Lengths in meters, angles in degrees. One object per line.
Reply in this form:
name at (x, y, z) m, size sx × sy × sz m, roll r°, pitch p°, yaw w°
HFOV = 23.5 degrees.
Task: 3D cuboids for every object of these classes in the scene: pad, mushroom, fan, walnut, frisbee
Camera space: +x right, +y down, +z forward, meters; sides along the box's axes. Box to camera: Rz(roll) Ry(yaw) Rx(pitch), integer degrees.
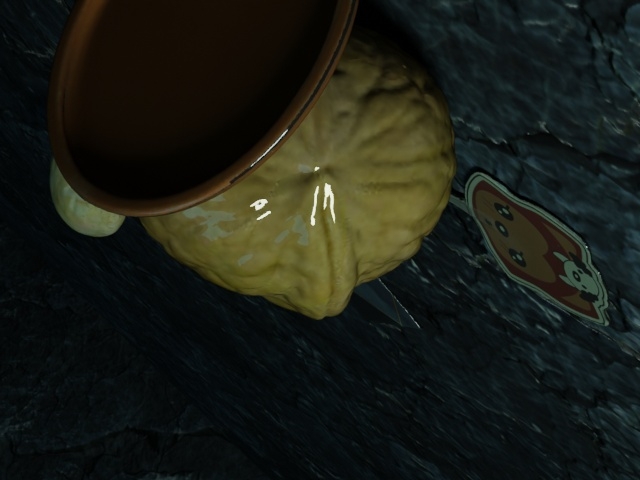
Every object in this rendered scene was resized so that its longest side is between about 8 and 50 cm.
pad at (0.000, 0.000, 1.575) m, size 0.243 × 0.004 × 0.163 m, roll 50°, pitch 166°, yaw -13°
mushroom at (-0.292, -0.077, 1.990) m, size 0.148 × 0.112 × 0.148 m, roll 22°, pitch 117°, yaw 53°
fan at (0.130, -0.013, 1.144) m, size 0.220 × 0.009 × 0.132 m, roll 34°, pitch 159°, yaw 38°
walnut at (-0.019, -0.057, 1.020) m, size 0.228 × 0.228 × 0.228 m, roll 43°, pitch 166°, yaw 13°
frisbee at (-0.074, -0.128, 0.941) m, size 0.021 × 0.251 × 0.251 m, roll 31°, pitch -179°, yaw -45°
